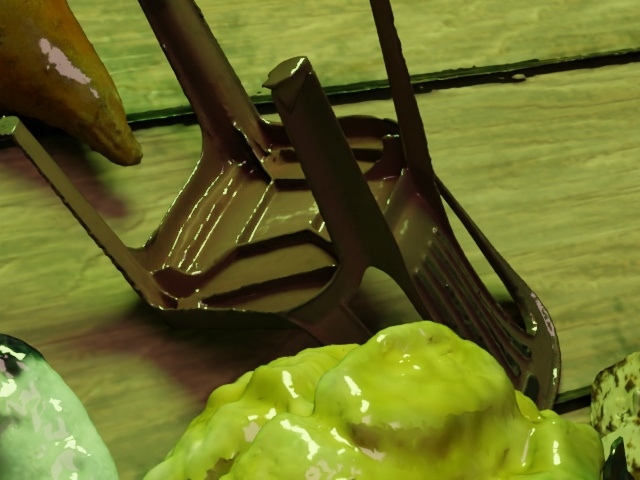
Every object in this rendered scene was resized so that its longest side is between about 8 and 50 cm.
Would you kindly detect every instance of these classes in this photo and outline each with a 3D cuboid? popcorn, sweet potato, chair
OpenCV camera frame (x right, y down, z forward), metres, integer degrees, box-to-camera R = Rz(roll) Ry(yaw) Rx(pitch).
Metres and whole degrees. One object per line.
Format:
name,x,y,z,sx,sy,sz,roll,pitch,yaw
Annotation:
popcorn,0.038,0.160,0.604,0.225,0.249,0.249,-8,53,22
sweet potato,-0.242,-0.164,0.778,0.359,0.112,0.112,41,53,-4
chair,0.000,0.000,0.770,0.176,0.183,0.326,-61,136,-38

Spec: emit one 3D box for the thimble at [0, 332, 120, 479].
thimble,-0.196,0.146,0.571,0.237,0.150,0.237,11,51,-14

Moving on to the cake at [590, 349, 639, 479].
cake,0.300,0.126,0.796,0.246,0.135,0.112,12,55,-15
